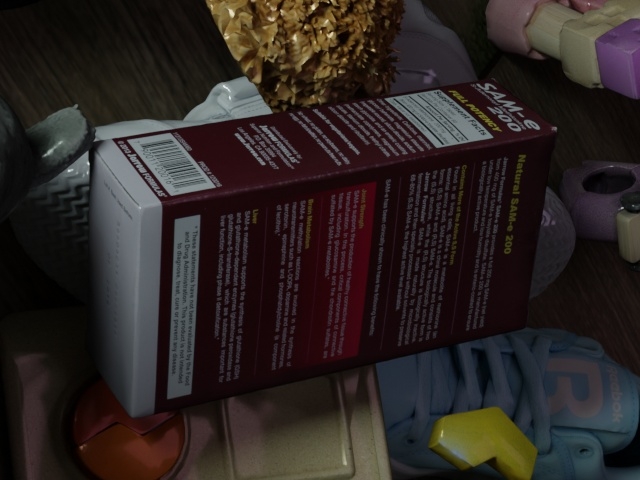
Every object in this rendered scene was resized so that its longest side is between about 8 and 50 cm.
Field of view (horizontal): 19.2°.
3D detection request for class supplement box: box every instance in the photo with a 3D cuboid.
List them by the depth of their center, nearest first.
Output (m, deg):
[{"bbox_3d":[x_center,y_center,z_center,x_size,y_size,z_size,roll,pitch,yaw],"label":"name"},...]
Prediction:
[{"bbox_3d":[0.000,0.000,0.997,0.239,0.073,0.130,-10,125,-25],"label":"supplement box"}]

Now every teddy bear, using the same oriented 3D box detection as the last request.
[{"bbox_3d":[-0.047,-0.228,1.068,0.245,0.113,0.338,53,9,-49],"label":"teddy bear"}]

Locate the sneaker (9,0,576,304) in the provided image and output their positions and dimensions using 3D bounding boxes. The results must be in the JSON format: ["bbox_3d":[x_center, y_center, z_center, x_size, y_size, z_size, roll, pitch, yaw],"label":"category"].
[{"bbox_3d":[-0.030,-0.061,1.146,0.365,0.137,0.210,4,49,-31],"label":"sneaker"}]

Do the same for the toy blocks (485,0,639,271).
[{"bbox_3d":[0.259,-0.197,1.542,0.288,0.260,0.309,-25,123,-26],"label":"toy blocks"}]

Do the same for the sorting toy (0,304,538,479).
[{"bbox_3d":[-0.012,0.134,1.035,0.307,0.041,0.229,-5,75,-20],"label":"sorting toy"}]

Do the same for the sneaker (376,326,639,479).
[{"bbox_3d":[0.127,0.097,1.264,0.366,0.150,0.135,19,60,-47],"label":"sneaker"}]

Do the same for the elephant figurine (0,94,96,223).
[{"bbox_3d":[-0.254,-0.074,0.855,0.239,0.169,0.186,49,10,-4],"label":"elephant figurine"}]

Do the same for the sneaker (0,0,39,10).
[{"bbox_3d":[-0.199,-0.206,1.001,0.314,0.116,0.136,-8,77,-55],"label":"sneaker"}]
